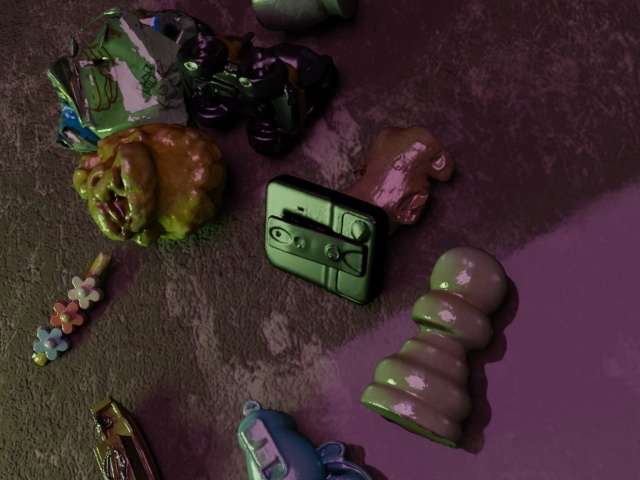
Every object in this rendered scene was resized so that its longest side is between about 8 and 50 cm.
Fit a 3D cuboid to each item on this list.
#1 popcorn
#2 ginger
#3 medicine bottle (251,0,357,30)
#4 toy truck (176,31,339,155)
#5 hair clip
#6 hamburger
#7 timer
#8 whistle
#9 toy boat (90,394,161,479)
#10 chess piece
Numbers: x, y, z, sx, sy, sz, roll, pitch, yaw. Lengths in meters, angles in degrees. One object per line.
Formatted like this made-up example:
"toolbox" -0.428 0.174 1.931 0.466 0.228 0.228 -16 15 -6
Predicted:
"popcorn" -0.255 -0.095 1.251 0.226 0.203 0.200 34 95 18
"ginger" 0.085 -0.064 1.168 0.213 0.074 0.137 -45 52 2
"medicine bottle" -0.025 -0.401 1.283 0.143 0.147 0.147 -7 71 19
"toy truck" -0.098 -0.248 1.278 0.224 0.147 0.165 24 57 25
"hair clip" -0.391 0.110 1.323 0.062 0.056 0.213 33 87 -5
"hamburger" -0.323 -0.281 1.369 0.261 0.150 0.276 1 73 22
"timer" 0.000 0.000 1.153 0.187 0.055 0.144 21 124 28
"whistle" -0.029 0.323 1.081 0.186 0.093 0.274 -36 66 8
"toy boat" -0.277 0.314 1.192 0.057 0.077 0.200 -34 63 10
"chess piece" 0.157 0.122 1.057 0.133 0.133 0.243 19 74 27
